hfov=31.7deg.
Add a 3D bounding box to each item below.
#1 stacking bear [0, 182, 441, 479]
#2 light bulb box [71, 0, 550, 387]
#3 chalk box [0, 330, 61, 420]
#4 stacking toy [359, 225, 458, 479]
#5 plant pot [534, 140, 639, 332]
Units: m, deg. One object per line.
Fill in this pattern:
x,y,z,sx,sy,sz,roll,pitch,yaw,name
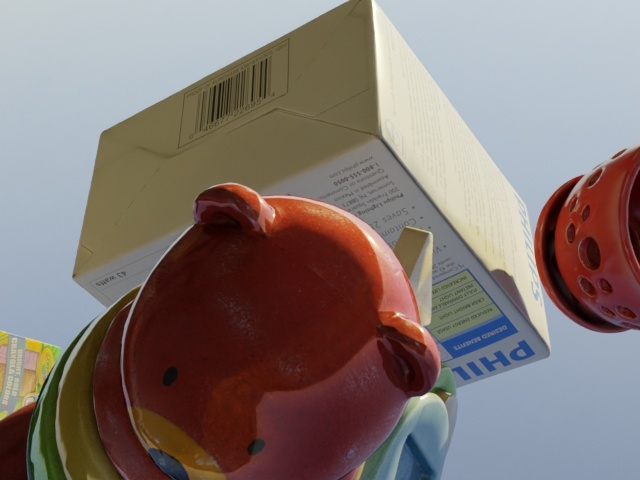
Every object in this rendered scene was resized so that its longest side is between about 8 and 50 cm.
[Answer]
-0.050,0.083,0.497,0.164,0.175,0.289,-41,173,-35,stacking bear
0.000,0.000,1.193,0.358,0.361,0.225,-23,-138,24,light bulb box
-0.371,0.160,1.204,0.132,0.213,0.132,3,-103,22,chalk box
0.072,0.171,0.798,0.130,0.309,0.279,16,-132,25,stacking toy
0.320,-0.001,1.119,0.191,0.191,0.174,-39,-171,-23,plant pot
